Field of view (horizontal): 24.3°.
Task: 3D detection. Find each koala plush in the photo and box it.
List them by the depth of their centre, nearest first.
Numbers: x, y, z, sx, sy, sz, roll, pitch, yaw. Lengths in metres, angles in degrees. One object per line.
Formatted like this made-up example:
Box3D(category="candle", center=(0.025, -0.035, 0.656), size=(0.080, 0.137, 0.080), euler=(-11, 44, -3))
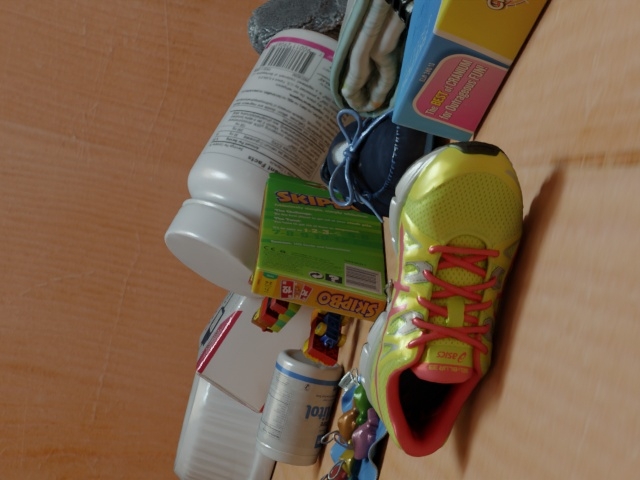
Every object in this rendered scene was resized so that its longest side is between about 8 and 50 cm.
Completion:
Box3D(category="koala plush", center=(0.014, -0.296, 2.050), size=(0.221, 0.203, 0.196), euler=(73, -168, -58))

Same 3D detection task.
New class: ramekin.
Box3D(category="ramekin", center=(-0.121, 0.237, 2.094), size=(0.273, 0.127, 0.272), euler=(-166, 90, -85))

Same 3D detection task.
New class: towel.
Box3D(category="towel", center=(0.103, -0.337, 1.531), size=(0.374, 0.090, 0.320), euler=(117, 169, -67))

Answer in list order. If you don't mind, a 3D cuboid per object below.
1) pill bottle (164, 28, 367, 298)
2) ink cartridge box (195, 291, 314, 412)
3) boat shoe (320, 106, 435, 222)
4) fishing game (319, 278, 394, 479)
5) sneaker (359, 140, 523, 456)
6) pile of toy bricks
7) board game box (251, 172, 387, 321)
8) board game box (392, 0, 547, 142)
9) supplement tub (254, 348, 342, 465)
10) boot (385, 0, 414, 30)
Box3D(category="pill bottle", center=(-0.052, -0.086, 1.701), size=(0.283, 0.160, 0.160), euler=(-60, 0, -19))
Box3D(category="ink cartridge box", center=(-0.071, 0.099, 1.859), size=(0.172, 0.100, 0.237), euler=(-57, 6, 2))
Box3D(category="boat shoe", center=(0.045, -0.061, 1.361), size=(0.258, 0.089, 0.109), euler=(127, 157, -76))
Box3D(category="fishing game", center=(0.022, 0.171, 1.263), size=(0.189, 0.041, 0.264), euler=(-98, 23, -69))
Box3D(category="sneaker", center=(0.078, 0.040, 0.882), size=(0.094, 0.081, 0.208), euler=(-98, 15, -57))
Box3D(category="pile of toy bricks", center=(-0.027, 0.057, 1.572), size=(0.105, 0.118, 0.212), euler=(-48, 20, 35))
Box3D(category="board game box", center=(0.000, 0.000, 1.475), size=(0.259, 0.124, 0.039), euler=(-87, 12, -65))
Box3D(category="board game box", center=(0.136, -0.253, 1.058), size=(0.316, 0.064, 0.242), euler=(114, 169, -59))
Box3D(category="supplement tub", center=(-0.023, 0.173, 1.548), size=(0.071, 0.071, 0.107), euler=(-106, 29, -79))
Box3D(category="boot", center=(0.066, -0.197, 1.243), size=(0.077, 0.137, 0.198), euler=(112, 170, -57))
